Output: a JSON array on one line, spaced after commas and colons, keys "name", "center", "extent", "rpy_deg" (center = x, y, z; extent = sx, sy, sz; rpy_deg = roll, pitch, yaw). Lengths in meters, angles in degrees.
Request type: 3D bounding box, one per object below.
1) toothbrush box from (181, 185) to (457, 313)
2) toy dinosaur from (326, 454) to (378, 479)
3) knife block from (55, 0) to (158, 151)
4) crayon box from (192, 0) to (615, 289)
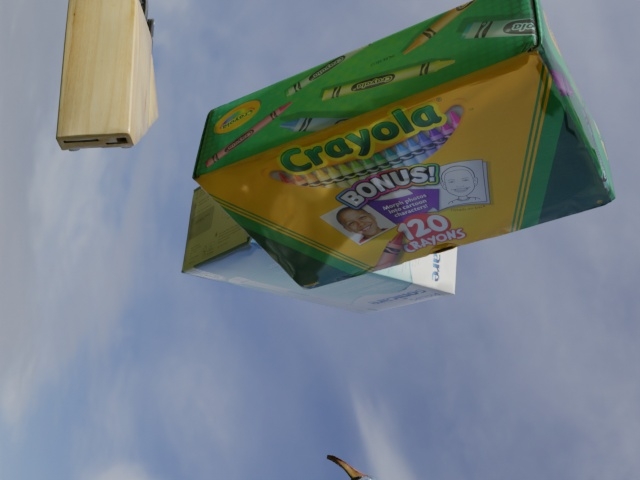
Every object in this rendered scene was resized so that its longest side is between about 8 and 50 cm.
[{"name": "toothbrush box", "center": [0.000, 0.000, 1.100], "extent": [0.216, 0.295, 0.126], "rpy_deg": [-22, -124, 58]}, {"name": "toy dinosaur", "center": [0.061, 0.247, 0.852], "extent": [0.047, 0.082, 0.090], "rpy_deg": [-49, -135, 29]}, {"name": "knife block", "center": [-0.267, -0.255, 1.056], "extent": [0.276, 0.088, 0.242], "rpy_deg": [-93, 179, -71]}, {"name": "crayon box", "center": [0.063, -0.067, 0.659], "extent": [0.278, 0.165, 0.081], "rpy_deg": [-17, -134, 27]}]
